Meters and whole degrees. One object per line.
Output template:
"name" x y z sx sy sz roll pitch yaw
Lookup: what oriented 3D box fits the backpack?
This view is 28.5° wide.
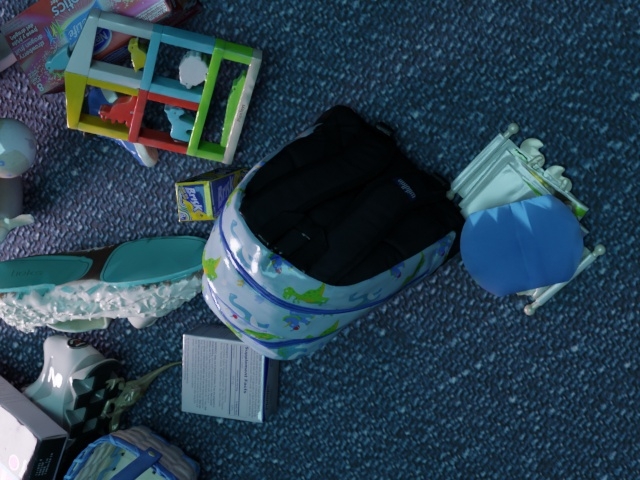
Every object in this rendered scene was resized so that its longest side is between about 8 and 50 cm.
"backpack" 0.000 0.000 1.698 0.290 0.355 0.273 44 114 5

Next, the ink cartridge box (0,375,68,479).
"ink cartridge box" -0.553 0.293 2.011 0.371 0.069 0.175 32 111 36

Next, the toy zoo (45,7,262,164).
"toy zoo" -0.248 -0.223 1.811 0.293 0.030 0.192 12 127 -9

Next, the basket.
"basket" -0.311 0.417 1.910 0.201 0.289 0.254 35 111 10

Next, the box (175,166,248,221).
"box" -0.153 -0.069 1.830 0.054 0.169 0.059 -3 99 17

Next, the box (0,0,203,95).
"box" -0.321 -0.326 1.854 0.257 0.128 0.122 -28 91 19

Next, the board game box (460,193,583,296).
"board game box" 0.281 0.003 1.758 0.169 0.033 0.133 -14 109 15

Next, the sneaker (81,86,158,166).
"sneaker" -0.315 -0.163 1.919 0.085 0.058 0.152 -33 86 14

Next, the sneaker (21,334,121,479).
"sneaker" -0.426 0.301 2.029 0.146 0.122 0.330 29 109 28

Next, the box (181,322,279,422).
"box" -0.137 0.202 1.930 0.137 0.072 0.126 6 102 17

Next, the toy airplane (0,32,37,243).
"toy airplane" -0.522 -0.168 1.823 0.272 0.386 0.384 14 99 16

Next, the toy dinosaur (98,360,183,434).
"toy dinosaur" -0.293 0.235 1.977 0.183 0.092 0.053 -46 71 11

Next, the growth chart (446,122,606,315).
"growth chart" 0.290 -0.033 1.779 0.172 0.021 0.237 -38 88 20

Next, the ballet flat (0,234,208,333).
"ballet flat" -0.327 0.077 1.952 0.409 0.147 0.147 -4 99 21
